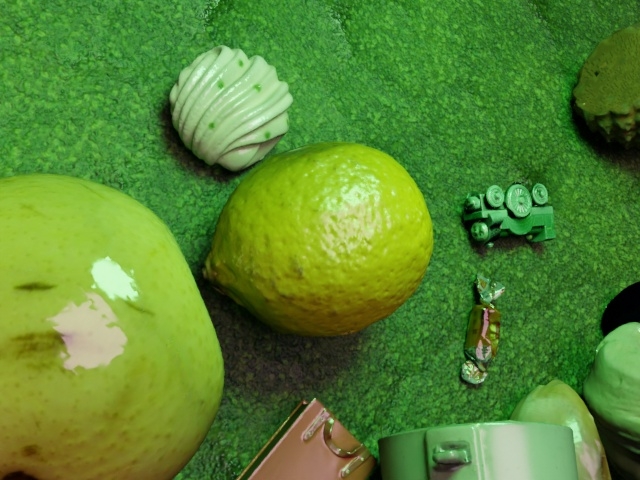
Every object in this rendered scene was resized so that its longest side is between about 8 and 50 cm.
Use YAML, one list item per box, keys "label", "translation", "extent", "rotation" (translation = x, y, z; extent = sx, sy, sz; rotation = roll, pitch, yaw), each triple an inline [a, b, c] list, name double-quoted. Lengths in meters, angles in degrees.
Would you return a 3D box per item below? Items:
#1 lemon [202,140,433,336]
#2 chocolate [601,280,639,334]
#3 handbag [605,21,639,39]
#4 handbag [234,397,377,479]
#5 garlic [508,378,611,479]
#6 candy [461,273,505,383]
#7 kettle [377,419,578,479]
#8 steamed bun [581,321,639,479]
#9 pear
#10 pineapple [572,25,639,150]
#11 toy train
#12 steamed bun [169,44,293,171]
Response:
- label: "lemon"
  translation: [0.000, 0.000, 0.863]
  extent: [0.311, 0.253, 0.253]
  rotation: [-17, 83, -14]
- label: "chocolate"
  translation: [0.652, 0.235, 1.208]
  extent: [0.343, 0.126, 0.148]
  rotation: [47, 22, -15]
- label: "handbag"
  translation: [0.694, -0.388, 1.366]
  extent: [0.151, 0.193, 0.072]
  rotation: [27, 65, -24]
- label: "handbag"
  translation: [-0.028, 0.312, 0.859]
  extent: [0.127, 0.063, 0.190]
  rotation: [47, 62, -6]
- label: "garlic"
  translation: [0.410, 0.386, 1.018]
  extent: [0.196, 0.151, 0.338]
  rotation: [-29, 90, -43]
- label: "candy"
  translation: [0.261, 0.139, 1.066]
  extent: [0.053, 0.046, 0.181]
  rotation: [19, 69, -19]
- label: "kettle"
  translation: [0.187, 0.407, 0.762]
  extent: [0.361, 0.250, 0.376]
  rotation: [46, 38, -61]
- label: "steamed bun"
  translation: [0.562, 0.300, 1.058]
  extent: [0.320, 0.275, 0.206]
  rotation: [33, 70, 26]
- label: "pear"
  translation: [-0.264, 0.103, 0.649]
  extent: [0.349, 0.348, 0.348]
  rotation: [8, 71, -25]
- label: "pineapple"
  translation: [0.682, -0.259, 1.326]
  extent: [0.358, 0.223, 0.222]
  rotation: [20, 66, -29]
- label: "toy train"
  translation: [0.322, -0.044, 1.144]
  extent: [0.178, 0.071, 0.104]
  rotation: [-5, 88, -30]
- label: "steamed bun"
  translation: [-0.122, -0.193, 0.941]
  extent: [0.183, 0.106, 0.182]
  rotation: [9, 70, -26]
